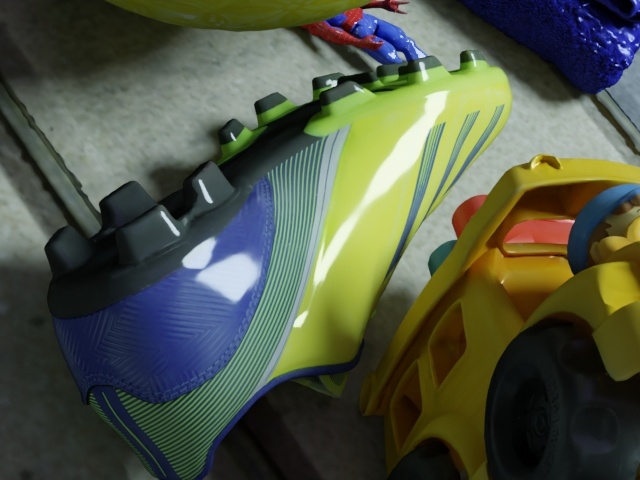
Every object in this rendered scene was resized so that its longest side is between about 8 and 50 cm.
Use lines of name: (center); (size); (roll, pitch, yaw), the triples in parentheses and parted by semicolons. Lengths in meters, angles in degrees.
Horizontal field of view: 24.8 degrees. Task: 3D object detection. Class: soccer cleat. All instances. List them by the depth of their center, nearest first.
soccer cleat: (-0.001, 0.000, 0.637); (0.289, 0.093, 0.121); (-36, 110, -46)

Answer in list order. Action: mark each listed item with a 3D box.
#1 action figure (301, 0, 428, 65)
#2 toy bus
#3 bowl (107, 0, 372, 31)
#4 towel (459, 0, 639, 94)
action figure: (0.027, -0.108, 0.752); (0.115, 0.030, 0.038); (30, 53, -5)
toy bus: (0.105, 0.042, 0.568); (0.150, 0.220, 0.211); (6, 49, -20)
bowl: (0.014, -0.211, 0.679); (0.156, 0.289, 0.289); (27, 44, -42)
towel: (0.095, -0.243, 0.853); (0.308, 0.076, 0.227); (39, 48, 0)
